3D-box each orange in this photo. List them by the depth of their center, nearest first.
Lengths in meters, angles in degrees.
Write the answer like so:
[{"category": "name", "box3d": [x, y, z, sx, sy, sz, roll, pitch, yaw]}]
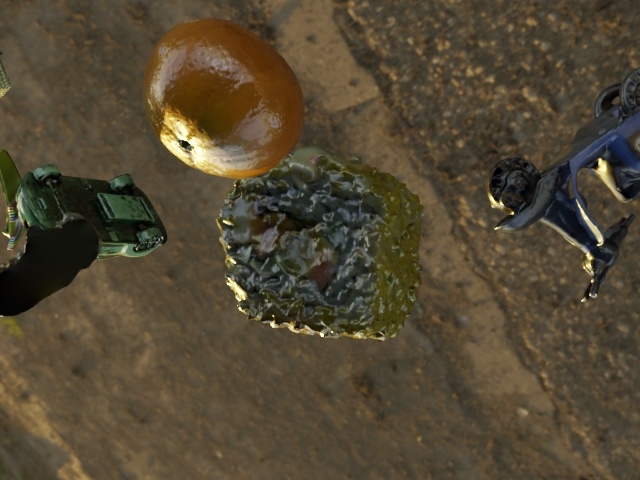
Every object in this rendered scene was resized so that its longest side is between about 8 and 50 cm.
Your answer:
[{"category": "orange", "box3d": [-0.135, -0.183, 1.247, 0.240, 0.171, 0.240, 31, 161, 12]}]

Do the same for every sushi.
[{"category": "sushi", "box3d": [-0.180, 0.013, 0.589, 0.044, 0.083, 0.046, 58, 167, -14]}, {"category": "sushi", "box3d": [0.000, 0.000, 1.785, 0.396, 0.240, 0.351, 9, 92, 30]}]

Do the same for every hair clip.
[{"category": "hair clip", "box3d": [-0.501, -0.069, 1.514, 0.033, 0.060, 0.188, 12, 132, 7]}]

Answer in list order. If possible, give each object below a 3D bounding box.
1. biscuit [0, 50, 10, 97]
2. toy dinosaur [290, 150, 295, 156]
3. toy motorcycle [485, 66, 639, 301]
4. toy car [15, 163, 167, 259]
[{"category": "biscuit", "box3d": [-0.607, -0.339, 1.623, 0.121, 0.040, 0.199, -20, 93, 49]}, {"category": "toy dinosaur", "box3d": [-0.017, -0.153, 1.978, 0.080, 0.045, 0.197, -25, 130, 24]}, {"category": "toy motorcycle", "box3d": [0.395, -0.084, 1.243, 0.212, 0.358, 0.125, 56, 170, 0]}, {"category": "toy car", "box3d": [-0.394, -0.031, 1.563, 0.125, 0.306, 0.136, -40, 71, 25]}]
